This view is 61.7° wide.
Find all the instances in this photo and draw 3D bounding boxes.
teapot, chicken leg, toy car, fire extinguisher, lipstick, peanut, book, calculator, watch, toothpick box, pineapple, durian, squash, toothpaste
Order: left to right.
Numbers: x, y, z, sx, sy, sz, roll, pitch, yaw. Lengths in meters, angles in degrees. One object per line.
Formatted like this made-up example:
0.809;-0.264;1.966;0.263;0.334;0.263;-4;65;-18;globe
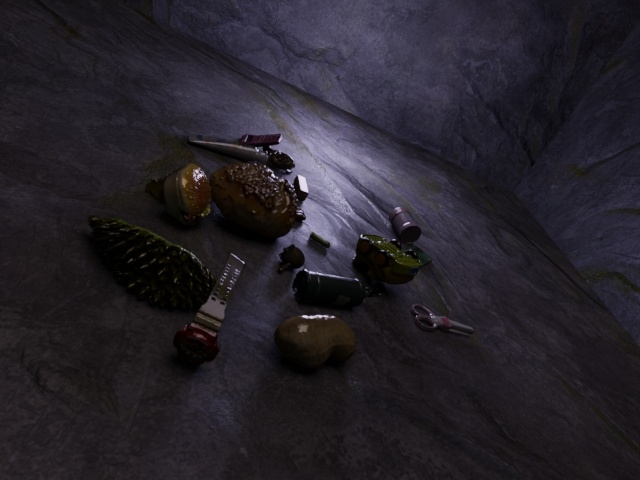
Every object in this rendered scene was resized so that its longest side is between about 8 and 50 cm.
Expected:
-0.418;0.028;1.337;0.394;0.163;0.198;27;23;10;durian
-0.488;-0.168;1.679;0.114;0.114;0.077;16;47;-17;pineapple
-0.249;0.161;1.243;0.102;0.165;0.268;27;29;-8;watch
-0.383;-0.385;2.211;0.323;0.066;0.100;12;30;-21;toothpaste
-0.267;-0.443;2.384;0.190;0.034;0.127;-1;27;3;calculator
-0.193;-0.361;2.351;0.196;0.080;0.125;31;15;20;chicken leg
-0.104;0.069;1.702;0.080;0.085;0.110;44;50;-22;teapot
-0.083;-0.220;2.231;0.045;0.045;0.145;22;26;-19;lipstick
-0.006;0.257;1.379;0.253;0.137;0.122;3;-9;-43;peanut
0.000;0.000;1.943;0.083;0.027;0.027;35;26;9;squash
0.059;0.153;1.658;0.294;0.118;0.093;12;66;-32;fire extinguisher
0.226;0.079;1.903;0.200;0.142;0.248;2;27;-44;toy car
0.371;-0.068;2.357;0.098;0.098;0.149;16;30;-26;toothpick box
0.408;0.064;2.252;0.103;0.017;0.135;39;27;18;book

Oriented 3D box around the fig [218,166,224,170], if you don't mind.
-0.322;-0.211;1.952;0.125;0.089;0.089;40;13;-44;fig

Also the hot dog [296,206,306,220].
-0.090;-0.101;2.023;0.083;0.035;0.058;10;35;-34;hot dog

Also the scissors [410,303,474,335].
0.427;0.289;1.854;0.242;0.031;0.118;19;29;-16;scissors

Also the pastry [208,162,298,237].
-0.207;-0.153;1.788;0.315;0.184;0.284;27;23;-30;pastry

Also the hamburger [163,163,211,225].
-0.400;-0.143;1.645;0.116;0.173;0.210;1;23;7;hamburger
